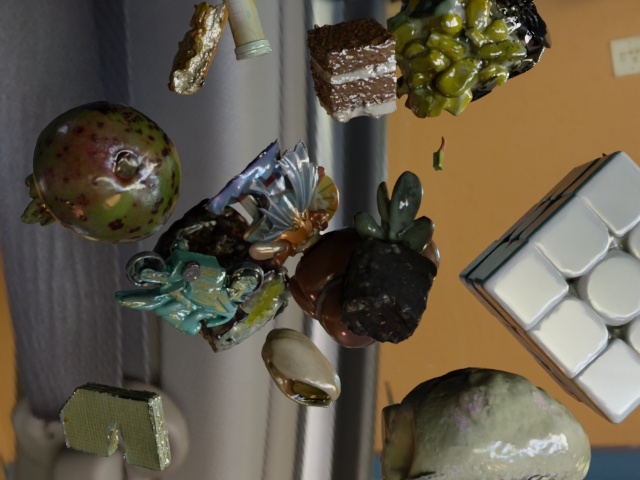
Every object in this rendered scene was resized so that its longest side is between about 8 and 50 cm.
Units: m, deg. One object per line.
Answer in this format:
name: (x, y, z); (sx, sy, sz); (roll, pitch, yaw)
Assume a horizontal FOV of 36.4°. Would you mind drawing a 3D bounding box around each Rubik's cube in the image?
Rubik's cube: (0.428, 0.069, 1.524); (0.290, 0.291, 0.292); (-44, 180, 2)

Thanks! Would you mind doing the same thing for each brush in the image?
brush: (0.237, -0.175, 1.948); (0.021, 0.019, 0.083); (-11, -131, 31)

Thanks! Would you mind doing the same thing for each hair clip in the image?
hair clip: (0.137, 0.335, 1.517); (0.071, 0.218, 0.159); (-20, -150, 4)

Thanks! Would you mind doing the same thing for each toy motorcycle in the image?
toy motorcycle: (-0.274, 0.104, 2.015); (0.297, 0.198, 0.109); (13, -154, -30)

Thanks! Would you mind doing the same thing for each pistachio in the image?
pistachio: (-0.049, 0.317, 2.427); (0.153, 0.238, 0.138); (-34, 171, -36)

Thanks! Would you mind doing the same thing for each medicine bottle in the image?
medicine bottle: (-0.161, -0.469, 1.928); (0.074, 0.218, 0.074); (-16, -175, 1)

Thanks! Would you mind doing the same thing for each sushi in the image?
sushi: (-0.234, 0.090, 2.351); (0.281, 0.294, 0.299); (-46, 165, -1)
sushi: (0.279, -0.443, 2.112); (0.328, 0.328, 0.285); (-19, -173, 41)

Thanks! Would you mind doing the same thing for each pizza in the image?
pizza: (-0.181, -0.298, 1.458); (0.161, 0.063, 0.182); (-48, -159, 41)

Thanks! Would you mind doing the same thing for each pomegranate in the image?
pomegranate: (-0.361, -0.089, 1.605); (0.242, 0.242, 0.306); (-18, 164, -36)

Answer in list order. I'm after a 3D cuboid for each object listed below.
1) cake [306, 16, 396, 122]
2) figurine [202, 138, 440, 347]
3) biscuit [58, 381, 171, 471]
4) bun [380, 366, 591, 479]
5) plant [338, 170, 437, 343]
cake: (0.057, -0.298, 1.713); (0.135, 0.147, 0.134); (-14, -143, -11)
figurine: (0.000, 0.000, 1.788); (0.277, 0.388, 0.248); (-44, -176, -29)
biscuit: (-0.382, 0.337, 1.791); (0.250, 0.147, 0.046); (2, -161, 32)
bun: (0.203, 0.250, 1.214); (0.273, 0.168, 0.273); (-3, 153, -2)
plant: (0.112, 0.025, 1.599); (0.149, 0.274, 0.146); (21, 149, -15)
